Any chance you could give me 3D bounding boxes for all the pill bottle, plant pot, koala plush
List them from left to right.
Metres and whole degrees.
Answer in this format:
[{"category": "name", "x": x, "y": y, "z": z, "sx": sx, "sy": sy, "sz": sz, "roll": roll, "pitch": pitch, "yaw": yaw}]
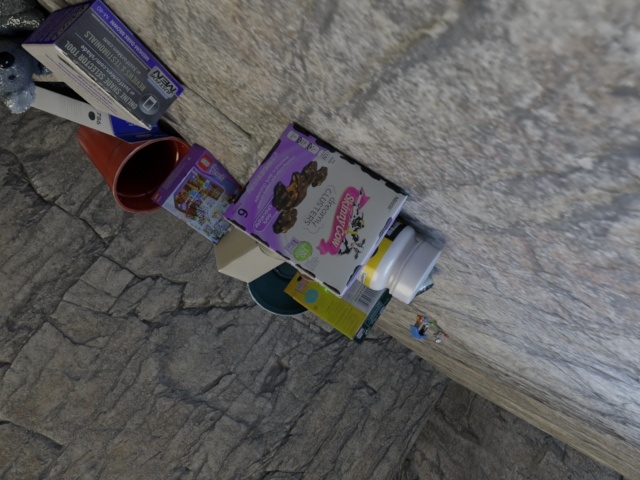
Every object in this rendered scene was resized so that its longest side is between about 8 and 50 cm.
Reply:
[{"category": "koala plush", "x": -0.672, "y": -0.410, "z": 0.924, "sx": 0.196, "sy": 0.221, "sz": 0.203, "roll": 41, "pitch": 169, "yaw": -37}, {"category": "plant pot", "x": -0.581, "y": -0.271, "z": 1.284, "sx": 0.265, "sy": 0.272, "sz": 0.272, "roll": 41, "pitch": 174, "yaw": 19}, {"category": "plant pot", "x": -0.121, "y": 0.116, "z": 1.613, "sx": 0.293, "sy": 0.293, "sz": 0.196, "roll": 37, "pitch": -163, "yaw": -11}, {"category": "pill bottle", "x": 0.078, "y": 0.005, "z": 0.674, "sx": 0.208, "sy": 0.119, "sz": 0.119, "roll": 32, "pitch": 171, "yaw": 17}]

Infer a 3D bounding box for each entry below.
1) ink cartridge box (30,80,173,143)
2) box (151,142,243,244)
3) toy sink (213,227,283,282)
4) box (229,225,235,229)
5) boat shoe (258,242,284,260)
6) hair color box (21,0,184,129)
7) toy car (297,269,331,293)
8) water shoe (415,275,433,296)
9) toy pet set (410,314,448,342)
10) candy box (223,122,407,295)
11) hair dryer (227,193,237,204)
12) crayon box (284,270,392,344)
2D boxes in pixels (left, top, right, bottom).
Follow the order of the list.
[{"category": "ink cartridge box", "x": -0.560, "y": -0.334, "z": 1.063, "sx": 0.332, "sy": 0.065, "sz": 0.165, "roll": 22, "pitch": -156, "yaw": 11}, {"category": "box", "x": -0.350, "y": -0.130, "z": 1.278, "sx": 0.057, "sy": 0.201, "sz": 0.293, "roll": 30, "pitch": 170, "yaw": 27}, {"category": "toy sink", "x": -0.217, "y": 0.018, "z": 1.399, "sx": 0.153, "sy": 0.234, "sz": 0.131, "roll": 31, "pitch": -146, "yaw": -51}, {"category": "box", "x": -0.322, "y": -0.077, "z": 1.720, "sx": 0.182, "sy": 0.119, "sz": 0.181, "roll": 41, "pitch": 169, "yaw": -37}, {"category": "boat shoe", "x": -0.034, "y": 0.010, "z": 1.114, "sx": 0.324, "sy": 0.123, "sz": 0.116, "roll": 16, "pitch": 131, "yaw": 21}, {"category": "hair color box", "x": -0.422, "y": -0.332, "z": 0.791, "sx": 0.339, "sy": 0.110, "sz": 0.185, "roll": 29, "pitch": 168, "yaw": 44}, {"category": "toy car", "x": 0.000, "y": 0.000, "z": 0.922, "sx": 0.155, "sy": 0.149, "sz": 0.188, "roll": 42, "pitch": 164, "yaw": 26}, {"category": "water shoe", "x": 0.180, "y": 0.069, "z": 0.869, "sx": 0.080, "sy": 0.073, "sz": 0.203, "roll": 61, "pitch": 173, "yaw": 5}, {"category": "toy pet set", "x": 0.357, "y": 0.314, "z": 1.443, "sx": 0.122, "sy": 0.065, "sz": 0.114, "roll": 38, "pitch": 171, "yaw": -18}, {"category": "candy box", "x": -0.005, "y": -0.040, "z": 0.589, "sx": 0.196, "sy": 0.165, "sz": 0.070, "roll": 33, "pitch": 173, "yaw": 8}, {"category": "hair dryer", "x": -0.132, "y": -0.066, "z": 1.321, "sx": 0.293, "sy": 0.080, "sz": 0.223, "roll": 35, "pitch": -170, "yaw": 28}, {"category": "crayon box", "x": 0.055, "y": 0.169, "z": 1.369, "sx": 0.318, "sy": 0.202, "sz": 0.081, "roll": 30, "pitch": 170, "yaw": 36}]
